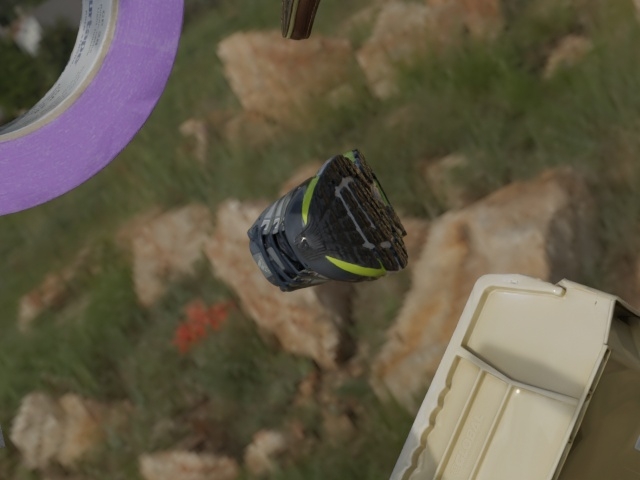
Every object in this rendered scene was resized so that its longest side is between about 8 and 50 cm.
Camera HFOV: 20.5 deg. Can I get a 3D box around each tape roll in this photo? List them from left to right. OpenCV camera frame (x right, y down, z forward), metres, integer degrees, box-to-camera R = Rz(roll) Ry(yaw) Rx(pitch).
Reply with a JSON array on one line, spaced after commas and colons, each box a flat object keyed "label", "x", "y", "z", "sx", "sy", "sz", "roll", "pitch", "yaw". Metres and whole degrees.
[{"label": "tape roll", "x": -0.226, "y": -0.152, "z": 1.081, "sx": 0.275, "sy": 0.275, "sz": 0.090, "roll": -38, "pitch": 16, "yaw": -13}]

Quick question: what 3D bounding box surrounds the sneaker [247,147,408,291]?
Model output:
[{"label": "sneaker", "x": 0.000, "y": 0.000, "z": 1.480, "sx": 0.121, "sy": 0.111, "sz": 0.300, "roll": -32, "pitch": 0, "yaw": 7}]

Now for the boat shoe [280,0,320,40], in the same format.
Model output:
[{"label": "boat shoe", "x": 0.009, "y": -0.257, "z": 1.535, "sx": 0.064, "sy": 0.060, "sz": 0.178, "roll": -156, "pitch": 81, "yaw": -79}]

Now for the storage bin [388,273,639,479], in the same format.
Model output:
[{"label": "storage bin", "x": 0.184, "y": 0.179, "z": 1.353, "sx": 0.123, "sy": 0.262, "sz": 0.260, "roll": 21, "pitch": 85, "yaw": 38}]

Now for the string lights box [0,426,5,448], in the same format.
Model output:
[{"label": "string lights box", "x": -0.398, "y": 0.158, "z": 1.411, "sx": 0.259, "sy": 0.077, "sz": 0.133, "roll": -12, "pitch": -1, "yaw": 29}]
